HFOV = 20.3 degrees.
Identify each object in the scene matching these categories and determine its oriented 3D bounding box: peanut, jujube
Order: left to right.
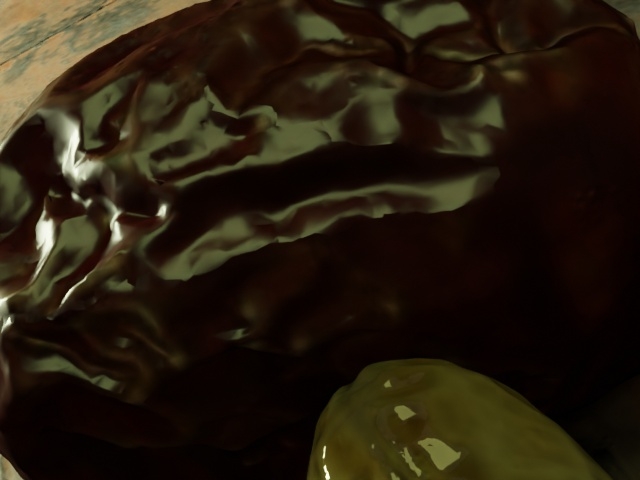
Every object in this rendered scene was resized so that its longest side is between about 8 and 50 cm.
[{"bbox_3d":[-0.001,-0.001,0.933,0.376,0.276,0.276,-10,28,5],"label":"jujube"},{"bbox_3d":[0.080,0.145,0.700,0.147,0.147,0.305,-27,24,0],"label":"peanut"}]
